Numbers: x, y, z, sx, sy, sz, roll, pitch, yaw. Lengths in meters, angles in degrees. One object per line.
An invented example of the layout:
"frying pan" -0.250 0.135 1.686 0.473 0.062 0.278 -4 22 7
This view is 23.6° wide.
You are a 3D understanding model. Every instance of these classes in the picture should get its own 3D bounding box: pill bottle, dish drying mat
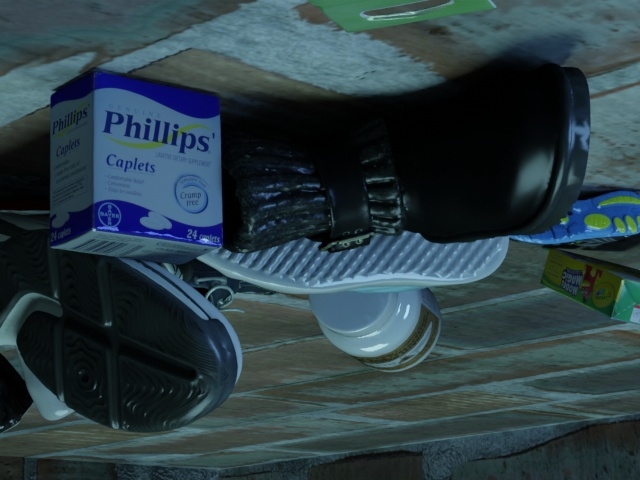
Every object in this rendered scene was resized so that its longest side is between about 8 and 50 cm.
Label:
"pill bottle" 0.065 0.083 1.885 0.131 0.131 0.229 -6 165 15
"dish drying mat" -0.315 -0.037 1.602 0.083 0.008 0.032 -1 167 -7

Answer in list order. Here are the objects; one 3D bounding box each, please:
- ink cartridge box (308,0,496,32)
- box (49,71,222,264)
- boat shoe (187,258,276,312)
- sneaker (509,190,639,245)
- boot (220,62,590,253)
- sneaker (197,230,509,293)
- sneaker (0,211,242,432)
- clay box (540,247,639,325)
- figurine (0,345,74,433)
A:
"ink cartridge box" 0.024 -0.193 0.915 0.109 0.062 0.209 -8 165 22
"box" -0.153 -0.058 1.273 0.126 0.137 0.072 8 161 -37
"boat shoe" -0.149 0.050 1.827 0.095 0.079 0.254 -15 161 41
"sneaker" 0.258 -0.018 1.641 0.188 0.067 0.078 0 160 -21
"boot" 0.052 -0.061 1.305 0.260 0.131 0.348 3 166 -19
"sneaker" 0.000 0.000 1.550 0.366 0.135 0.150 10 167 -24
"sneaker" -0.182 0.036 1.464 0.447 0.169 0.257 16 -156 42
"clay box" 0.352 0.058 1.808 0.127 0.053 0.222 13 -175 -18
"figurine" -0.420 0.141 2.009 0.215 0.209 0.092 -17 -156 40
